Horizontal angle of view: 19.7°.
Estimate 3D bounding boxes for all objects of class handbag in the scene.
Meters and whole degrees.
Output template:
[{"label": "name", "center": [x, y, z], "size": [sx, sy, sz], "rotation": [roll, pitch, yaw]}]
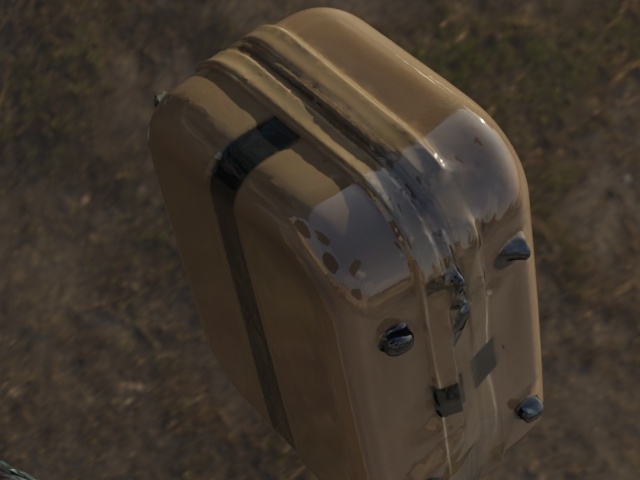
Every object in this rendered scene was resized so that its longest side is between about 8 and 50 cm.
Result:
[{"label": "handbag", "center": [0.000, 0.000, 1.097], "size": [0.149, 0.302, 0.283], "rotation": [-34, 55, -15]}]

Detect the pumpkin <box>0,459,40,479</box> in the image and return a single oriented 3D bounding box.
[{"label": "pumpkin", "center": [-0.138, 0.175, 0.540], "size": [0.163, 0.233, 0.233], "rotation": [31, 60, -19]}]
